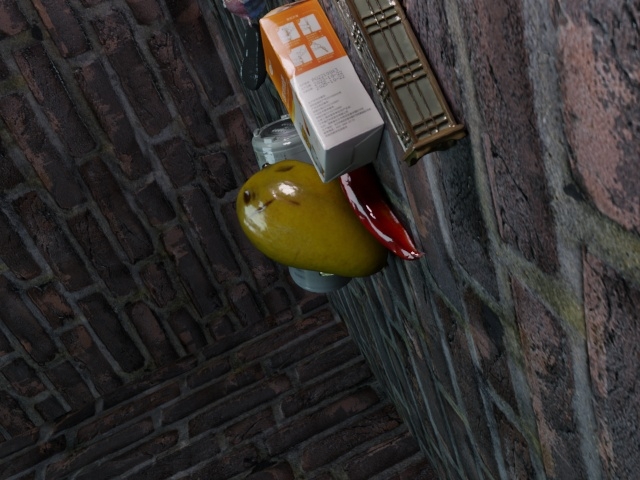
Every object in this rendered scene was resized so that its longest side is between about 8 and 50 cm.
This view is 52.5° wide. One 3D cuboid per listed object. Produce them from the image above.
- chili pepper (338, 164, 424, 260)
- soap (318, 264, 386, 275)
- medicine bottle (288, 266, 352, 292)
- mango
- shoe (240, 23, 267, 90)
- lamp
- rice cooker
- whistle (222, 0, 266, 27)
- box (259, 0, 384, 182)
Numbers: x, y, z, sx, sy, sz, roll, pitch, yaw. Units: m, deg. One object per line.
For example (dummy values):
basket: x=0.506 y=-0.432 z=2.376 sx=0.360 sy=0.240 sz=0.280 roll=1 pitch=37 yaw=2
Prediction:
chili pepper: x=0.134 y=-0.093 z=1.574 sx=0.368 sy=0.091 sz=0.137 roll=55 pitch=158 yaw=15
soap: x=0.086 y=0.057 z=2.004 sx=0.252 sy=0.037 sz=0.092 roll=-7 pitch=116 yaw=38
medicine bottle: x=0.000 y=0.000 z=2.207 sx=0.245 sy=0.245 sz=0.306 roll=-121 pitch=18 yaw=-44
mango: x=-0.015 y=-0.039 z=1.767 sx=0.445 sy=0.301 sz=0.220 roll=33 pitch=-153 yaw=-4
shoe: x=-0.212 y=-0.642 z=2.276 sx=0.108 sy=0.093 sz=0.241 roll=41 pitch=139 yaw=33
lamp: x=0.109 y=-0.281 z=0.997 sx=0.089 sy=0.090 sz=0.326 roll=136 pitch=110 yaw=-84
rice cooker: x=-0.072 y=-0.244 z=1.937 sx=0.280 sy=0.241 sz=0.227 roll=4 pitch=124 yaw=36
whistle: x=-0.238 y=-0.771 z=1.810 sx=0.142 sy=0.133 sz=0.346 roll=-42 pitch=-60 yaw=-59
box: x=-0.003 y=-0.332 z=1.457 sx=0.341 sy=0.143 sz=0.225 roll=63 pitch=173 yaw=12
